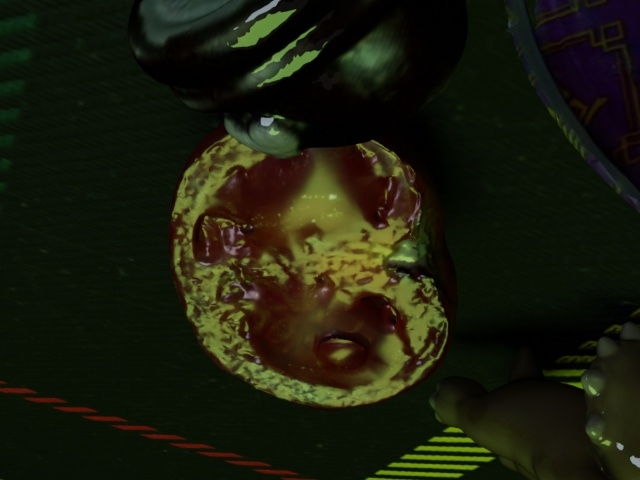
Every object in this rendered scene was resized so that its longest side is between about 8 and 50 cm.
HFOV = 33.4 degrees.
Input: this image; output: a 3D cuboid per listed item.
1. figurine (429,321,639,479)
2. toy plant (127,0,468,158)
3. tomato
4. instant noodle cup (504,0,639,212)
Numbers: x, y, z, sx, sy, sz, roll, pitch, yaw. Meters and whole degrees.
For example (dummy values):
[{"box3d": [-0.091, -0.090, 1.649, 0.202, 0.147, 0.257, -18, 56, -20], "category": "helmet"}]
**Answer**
[{"box3d": [0.254, 0.155, 0.943, 0.177, 0.173, 0.247, 36, 174, -28], "category": "figurine"}, {"box3d": [-0.043, -0.159, 0.511, 0.235, 0.175, 0.218, 43, 169, -34], "category": "toy plant"}, {"box3d": [0.000, 0.000, 0.795, 0.201, 0.139, 0.233, -4, 112, 15], "category": "tomato"}, {"box3d": [0.265, -0.065, 0.422, 0.340, 0.339, 0.266, -1, 155, 23], "category": "instant noodle cup"}]
